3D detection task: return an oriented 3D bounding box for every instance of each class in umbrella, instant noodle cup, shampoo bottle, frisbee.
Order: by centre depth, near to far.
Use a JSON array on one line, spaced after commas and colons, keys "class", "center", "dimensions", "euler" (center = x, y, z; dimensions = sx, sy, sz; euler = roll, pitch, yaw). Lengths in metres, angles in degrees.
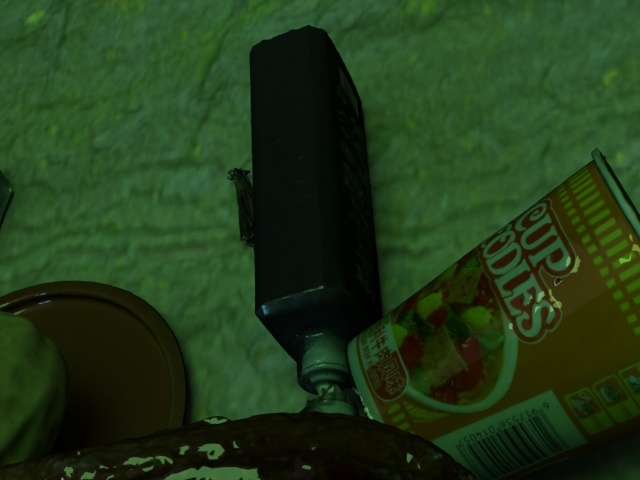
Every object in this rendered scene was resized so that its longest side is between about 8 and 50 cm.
[{"class": "instant noodle cup", "center": [0.122, 0.063, 0.820], "dimensions": [0.185, 0.168, 0.168], "euler": [-30, 49, 13]}, {"class": "shampoo bottle", "center": [0.000, 0.000, 0.946], "dimensions": [0.071, 0.098, 0.309], "euler": [-15, 51, 13]}, {"class": "frisbee", "center": [-0.205, 0.135, 0.986], "dimensions": [0.250, 0.021, 0.251], "euler": [-12, 52, 16]}, {"class": "umbrella", "center": [-0.051, -0.024, 1.039], "dimensions": [0.031, 0.020, 0.083], "euler": [-25, 45, 4]}]

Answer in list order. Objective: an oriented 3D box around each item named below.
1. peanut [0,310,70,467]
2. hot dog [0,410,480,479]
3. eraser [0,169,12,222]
[{"class": "peanut", "center": [-0.284, 0.171, 0.901], "dimensions": [0.147, 0.147, 0.305], "euler": [26, 73, 35]}, {"class": "hot dog", "center": [-0.071, 0.231, 0.743], "dimensions": [0.387, 0.174, 0.267], "euler": [-12, 87, 14]}, {"class": "eraser", "center": [-0.455, -0.037, 1.168], "dimensions": [0.403, 0.098, 0.096], "euler": [1, 57, 24]}]
